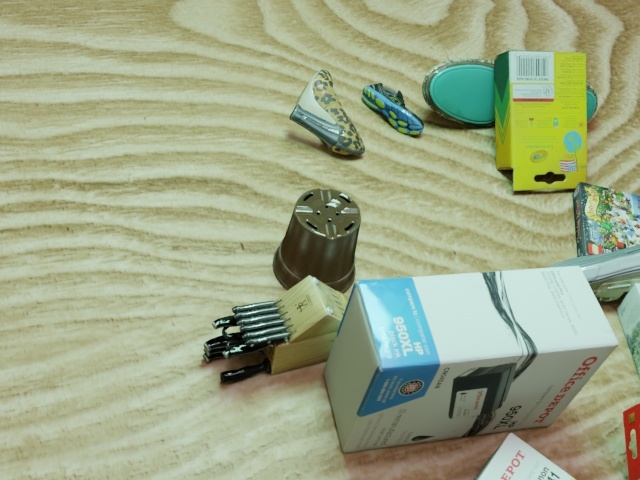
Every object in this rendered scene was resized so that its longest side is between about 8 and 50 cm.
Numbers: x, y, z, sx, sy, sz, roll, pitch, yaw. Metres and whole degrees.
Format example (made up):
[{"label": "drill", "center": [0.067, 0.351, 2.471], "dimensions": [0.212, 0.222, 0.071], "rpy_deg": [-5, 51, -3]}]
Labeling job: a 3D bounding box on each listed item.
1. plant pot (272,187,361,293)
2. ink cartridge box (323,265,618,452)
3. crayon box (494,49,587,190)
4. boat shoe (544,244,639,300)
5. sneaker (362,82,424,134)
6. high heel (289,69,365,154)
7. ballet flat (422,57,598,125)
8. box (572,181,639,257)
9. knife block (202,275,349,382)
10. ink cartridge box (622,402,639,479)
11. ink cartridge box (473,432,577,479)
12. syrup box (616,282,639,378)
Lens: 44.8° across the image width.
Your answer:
[{"label": "plant pot", "center": [0.000, 0.000, 1.478], "dimensions": [0.167, 0.165, 0.167], "rpy_deg": [6, 49, -7]}, {"label": "ink cartridge box", "center": [0.232, 0.195, 1.276], "dimensions": [0.395, 0.285, 0.166], "rpy_deg": [-4, 52, -15]}, {"label": "crayon box", "center": [0.513, -0.276, 1.812], "dimensions": [0.202, 0.081, 0.318], "rpy_deg": [-2, 93, -16]}, {"label": "boat shoe", "center": [0.589, 0.076, 1.580], "dimensions": [0.302, 0.094, 0.109], "rpy_deg": [-12, 8, -1]}, {"label": "sneaker", "center": [0.183, -0.325, 1.869], "dimensions": [0.078, 0.067, 0.188], "rpy_deg": [-31, 59, -26]}, {"label": "high heel", "center": [0.038, -0.299, 1.824], "dimensions": [0.186, 0.093, 0.261], "rpy_deg": [31, 39, -9]}, {"label": "ballet flat", "center": [0.450, -0.370, 1.935], "dimensions": [0.483, 0.164, 0.182], "rpy_deg": [3, 27, -17]}, {"label": "box", "center": [0.650, -0.021, 1.723], "dimensions": [0.159, 0.044, 0.233], "rpy_deg": [13, 48, -1]}, {"label": "knife block", "center": [-0.059, 0.179, 1.376], "dimensions": [0.276, 0.242, 0.088], "rpy_deg": [32, 27, -52]}, {"label": "ink cartridge box", "center": [0.604, 0.332, 1.341], "dimensions": [0.179, 0.145, 0.045], "rpy_deg": [-17, 15, -27]}, {"label": "ink cartridge box", "center": [0.342, 0.477, 1.159], "dimensions": [0.306, 0.131, 0.226], "rpy_deg": [36, 51, 17]}, {"label": "syrup box", "center": [0.662, 0.202, 1.496], "dimensions": [0.096, 0.093, 0.236], "rpy_deg": [5, 48, -7]}]
